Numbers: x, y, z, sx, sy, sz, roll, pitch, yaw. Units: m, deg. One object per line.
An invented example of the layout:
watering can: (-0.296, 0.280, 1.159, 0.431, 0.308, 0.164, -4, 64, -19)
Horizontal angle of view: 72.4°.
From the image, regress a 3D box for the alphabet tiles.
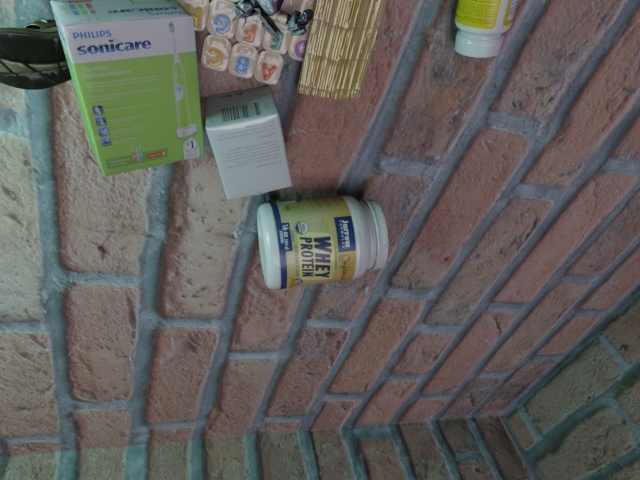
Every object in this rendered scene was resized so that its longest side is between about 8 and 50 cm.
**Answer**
alphabet tiles: (-0.129, -0.454, 0.857, 0.283, 0.021, 0.278, 7, 129, -23)

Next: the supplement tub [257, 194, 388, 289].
supplement tub: (0.000, 0.000, 1.165, 0.315, 0.228, 0.229, -7, 133, -11)

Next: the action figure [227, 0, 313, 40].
action figure: (-0.048, -0.478, 0.775, 0.284, 0.099, 0.185, -28, 137, 18)

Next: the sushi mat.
sushi mat: (0.053, -0.448, 0.902, 0.151, 0.019, 0.317, -2, 129, -24)

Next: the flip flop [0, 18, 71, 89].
flip flop: (-0.480, -0.359, 0.800, 0.276, 0.080, 0.112, -24, 147, -18)

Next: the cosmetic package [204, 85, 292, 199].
cosmetic package: (-0.159, -0.216, 0.972, 0.151, 0.152, 0.184, -12, 133, -6)

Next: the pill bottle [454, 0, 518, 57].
pill bottle: (0.345, -0.498, 0.898, 0.119, 0.119, 0.209, -9, 133, -9)

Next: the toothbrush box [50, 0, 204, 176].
toothbrush box: (-0.345, -0.287, 0.825, 0.206, 0.122, 0.283, -20, 142, -26)
